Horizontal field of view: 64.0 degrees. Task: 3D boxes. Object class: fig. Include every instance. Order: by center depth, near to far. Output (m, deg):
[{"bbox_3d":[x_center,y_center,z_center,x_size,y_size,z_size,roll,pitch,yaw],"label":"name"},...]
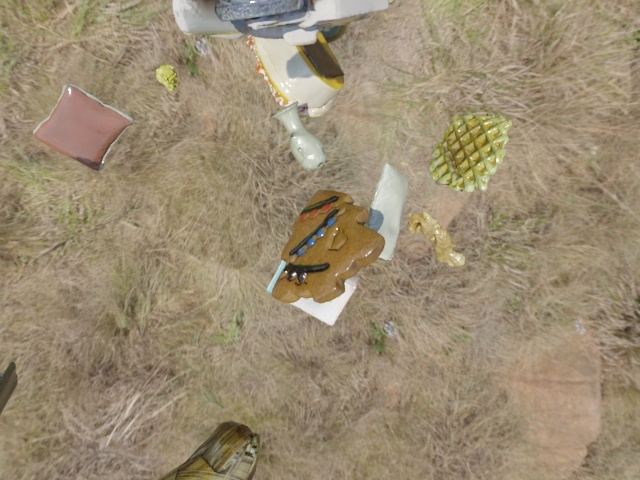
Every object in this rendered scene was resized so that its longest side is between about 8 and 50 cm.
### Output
[{"bbox_3d":[0.005,-0.774,1.665,0.152,0.151,0.259,-13,117,-6],"label":"fig"}]

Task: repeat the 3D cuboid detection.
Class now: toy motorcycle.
[{"bbox_3d":[-0.022,-0.310,0.645,0.341,0.223,0.107,-32,125,-40],"label":"toy motorcycle"}]

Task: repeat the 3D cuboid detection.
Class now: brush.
[{"bbox_3d":[-0.346,0.189,0.507,0.028,0.190,0.034,4,113,-14],"label":"brush"}]

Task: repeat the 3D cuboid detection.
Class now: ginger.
[{"bbox_3d":[0.330,-0.006,1.480,0.193,0.176,0.052,26,66,26],"label":"ginger"}]

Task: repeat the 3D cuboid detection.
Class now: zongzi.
[{"bbox_3d":[-0.278,0.476,1.019,0.288,0.134,0.285,35,59,-25],"label":"zongzi"}]

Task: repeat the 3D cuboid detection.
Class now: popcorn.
[{"bbox_3d":[-0.463,-0.495,1.558,0.060,0.068,0.083,-35,103,-33],"label":"popcorn"}]

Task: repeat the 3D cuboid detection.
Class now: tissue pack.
[{"bbox_3d":[-0.024,0.148,1.796,0.271,0.124,0.201,29,119,1],"label":"tissue pack"}]

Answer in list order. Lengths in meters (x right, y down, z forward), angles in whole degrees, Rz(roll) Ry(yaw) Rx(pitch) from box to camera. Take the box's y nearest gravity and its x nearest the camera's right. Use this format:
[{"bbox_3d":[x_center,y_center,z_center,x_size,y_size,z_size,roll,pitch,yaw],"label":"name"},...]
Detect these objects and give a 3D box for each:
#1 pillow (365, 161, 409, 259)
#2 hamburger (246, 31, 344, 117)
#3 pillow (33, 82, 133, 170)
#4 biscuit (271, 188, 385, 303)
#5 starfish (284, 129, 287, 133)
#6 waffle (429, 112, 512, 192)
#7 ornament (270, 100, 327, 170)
[{"bbox_3d":[0.164,-0.067,1.245,0.128,0.051,0.229,32,69,-49],"label":"pillow"},{"bbox_3d":[-0.064,-0.467,1.357,0.151,0.227,0.295,-39,72,37],"label":"hamburger"},{"bbox_3d":[-0.572,-0.275,1.239,0.171,0.075,0.179,31,117,-33],"label":"pillow"},{"bbox_3d":[-0.001,-0.001,1.076,0.278,0.301,0.043,-33,131,24],"label":"biscuit"},{"bbox_3d":[-0.075,-0.343,1.470,0.016,0.086,0.092,29,68,-29],"label":"starfish"},{"bbox_3d":[0.362,-0.218,1.253,0.054,0.214,0.207,21,89,-36],"label":"waffle"},{"bbox_3d":[-0.044,-0.231,1.164,0.075,0.081,0.156,-22,110,24],"label":"ornament"}]
